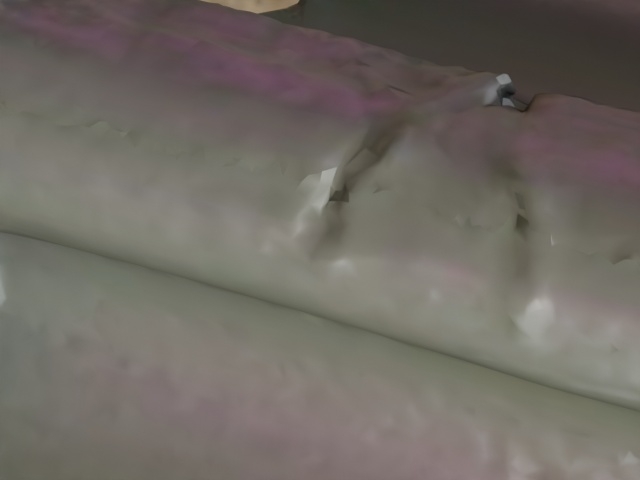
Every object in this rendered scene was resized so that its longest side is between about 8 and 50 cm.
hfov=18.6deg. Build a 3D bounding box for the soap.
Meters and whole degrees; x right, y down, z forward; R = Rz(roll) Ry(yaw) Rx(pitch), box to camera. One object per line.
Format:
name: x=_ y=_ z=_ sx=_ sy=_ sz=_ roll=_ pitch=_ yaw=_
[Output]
soap: x=0.079 y=-0.013 z=0.470 sx=0.258 sy=0.302 sz=0.159 roll=-57 pitch=158 yaw=-49
